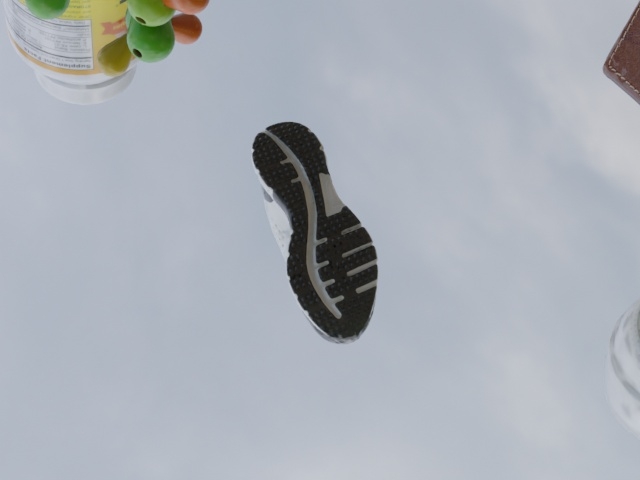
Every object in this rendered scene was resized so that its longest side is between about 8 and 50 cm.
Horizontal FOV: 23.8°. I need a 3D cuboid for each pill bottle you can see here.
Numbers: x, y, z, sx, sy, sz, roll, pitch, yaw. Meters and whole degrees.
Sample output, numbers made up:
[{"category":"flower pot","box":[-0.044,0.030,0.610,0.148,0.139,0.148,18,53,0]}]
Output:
[{"category":"pill bottle","box":[-0.180,-0.200,1.138,0.117,0.215,0.117,3,-124,-4]}]

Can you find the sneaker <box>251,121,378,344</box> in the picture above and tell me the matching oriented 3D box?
[{"category":"sneaker","box":[0.000,0.000,0.669,0.044,0.040,0.109,81,173,-59]}]

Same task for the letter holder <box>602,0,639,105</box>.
[{"category":"letter holder","box":[0.368,-0.116,0.991,0.152,0.214,0.302,1,-143,-36]}]

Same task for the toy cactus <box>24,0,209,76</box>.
[{"category":"toy cactus","box":[-0.096,-0.197,0.906,0.112,0.219,0.181,-8,-90,-41]}]

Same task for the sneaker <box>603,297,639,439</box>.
[{"category":"sneaker","box":[0.247,-0.005,0.556,0.169,0.292,0.108,74,-168,-46]}]
